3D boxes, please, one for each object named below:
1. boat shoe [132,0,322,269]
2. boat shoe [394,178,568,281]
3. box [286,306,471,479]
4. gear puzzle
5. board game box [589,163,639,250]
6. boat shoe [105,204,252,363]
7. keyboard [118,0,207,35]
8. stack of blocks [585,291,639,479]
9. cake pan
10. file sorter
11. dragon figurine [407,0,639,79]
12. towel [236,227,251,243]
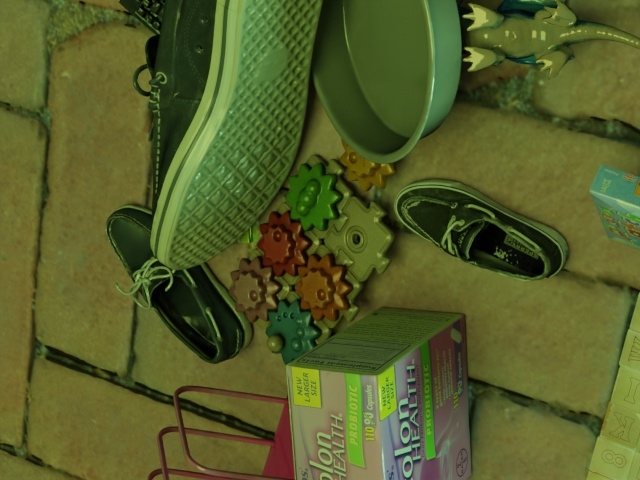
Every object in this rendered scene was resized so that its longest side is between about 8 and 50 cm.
[{"bbox_3d":[-0.120,-0.187,1.877,0.156,0.187,0.500,40,131,33],"label":"boat shoe"},{"bbox_3d":[0.176,-0.012,1.828,0.219,0.070,0.077,20,113,24],"label":"boat shoe"},{"bbox_3d":[0.075,0.214,1.851,0.117,0.243,0.213,4,105,29],"label":"box"},{"bbox_3d":[0.000,0.000,1.928,0.175,0.044,0.339,47,122,25],"label":"gear puzzle"},{"bbox_3d":[0.396,-0.006,1.660,0.211,0.160,0.039,22,80,23],"label":"board game box"},{"bbox_3d":[-0.198,0.059,2.056,0.254,0.079,0.095,51,122,8],"label":"boat shoe"},{"bbox_3d":[-0.160,-0.403,1.931,0.201,0.033,0.317,44,120,12],"label":"keyboard"},{"bbox_3d":[0.373,0.181,1.714,0.087,0.171,0.297,20,113,23],"label":"stack of blocks"},{"bbox_3d":[0.068,-0.233,1.760,0.293,0.054,0.293,38,134,54],"label":"cake pan"},{"bbox_3d":[-0.128,0.353,1.991,0.182,0.202,0.290,10,115,-16],"label":"file sorter"},{"bbox_3d":[0.231,-0.228,1.725,0.289,0.144,0.085,-1,105,11],"label":"dragon figurine"},{"bbox_3d":[-0.126,-0.024,2.033,0.083,0.009,0.060,3,105,29],"label":"towel"}]
